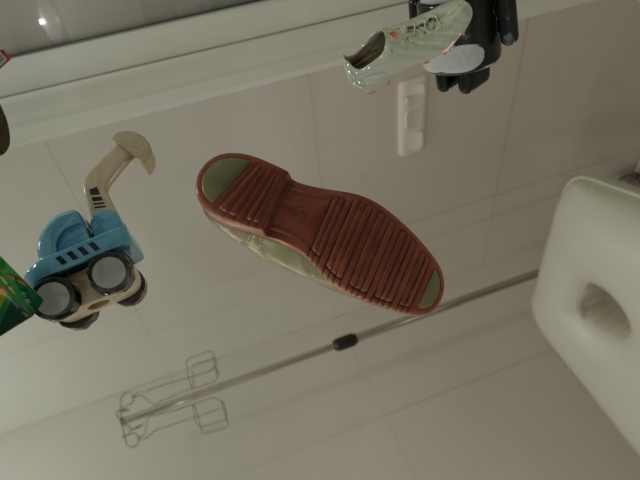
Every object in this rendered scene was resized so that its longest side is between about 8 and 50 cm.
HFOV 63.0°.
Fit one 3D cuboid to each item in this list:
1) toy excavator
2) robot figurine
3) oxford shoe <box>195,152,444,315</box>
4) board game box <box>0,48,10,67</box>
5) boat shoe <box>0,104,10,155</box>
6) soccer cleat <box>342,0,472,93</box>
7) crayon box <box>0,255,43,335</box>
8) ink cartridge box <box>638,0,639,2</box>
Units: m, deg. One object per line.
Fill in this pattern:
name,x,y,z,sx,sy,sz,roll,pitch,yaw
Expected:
toy excavator,-0.601,-0.041,1.407,0.445,0.433,0.222,62,167,11
robot figurine,0.296,-0.461,1.108,0.174,0.209,0.278,-81,-20,-55
oxford shoe,0.000,0.000,0.807,0.397,0.140,0.146,30,159,3
board game box,-0.784,-0.323,1.083,0.027,0.281,0.145,63,-145,-42
boat shoe,-0.414,-0.167,0.568,0.064,0.060,0.178,-84,-20,-45
soccer cleat,0.123,-0.283,0.742,0.076,0.196,0.068,38,-154,-54
crayon box,-0.756,0.084,1.096,0.278,0.165,0.081,56,-175,-23
ink cartridge box,0.387,-0.118,0.432,0.296,0.066,0.261,56,-151,-1
